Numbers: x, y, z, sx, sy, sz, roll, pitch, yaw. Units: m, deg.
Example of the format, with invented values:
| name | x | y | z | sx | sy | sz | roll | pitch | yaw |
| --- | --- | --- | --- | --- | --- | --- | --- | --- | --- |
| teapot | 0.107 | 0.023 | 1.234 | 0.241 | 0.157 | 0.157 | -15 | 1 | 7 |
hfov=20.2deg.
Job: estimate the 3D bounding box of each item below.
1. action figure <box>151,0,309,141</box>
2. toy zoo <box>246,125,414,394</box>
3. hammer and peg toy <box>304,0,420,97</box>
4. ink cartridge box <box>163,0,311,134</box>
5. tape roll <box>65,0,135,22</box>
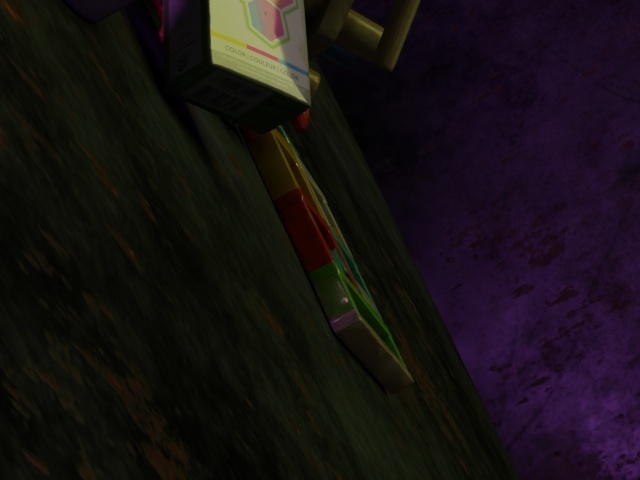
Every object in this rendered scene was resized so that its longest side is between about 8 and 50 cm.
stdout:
| name | x | y | z | sx | sy | sz | roll | pitch | yaw |
| --- | --- | --- | --- | --- | --- | --- | --- | --- | --- |
| action figure | -0.088 | -0.201 | 1.646 | 0.280 | 0.091 | 0.139 | 48 | 31 | -69 |
| toy zoo | 0.000 | 0.000 | 1.812 | 0.293 | 0.030 | 0.192 | 64 | 6 | 28 |
| hammer and peg toy | 0.022 | -0.281 | 1.768 | 0.127 | 0.266 | 0.361 | 28 | -17 | -15 |
| ink cartridge box | -0.072 | -0.204 | 1.491 | 0.109 | 0.062 | 0.209 | 21 | 54 | -39 |
| tape roll | -0.188 | -0.294 | 1.261 | 0.275 | 0.090 | 0.275 | 60 | 5 | -10 |
